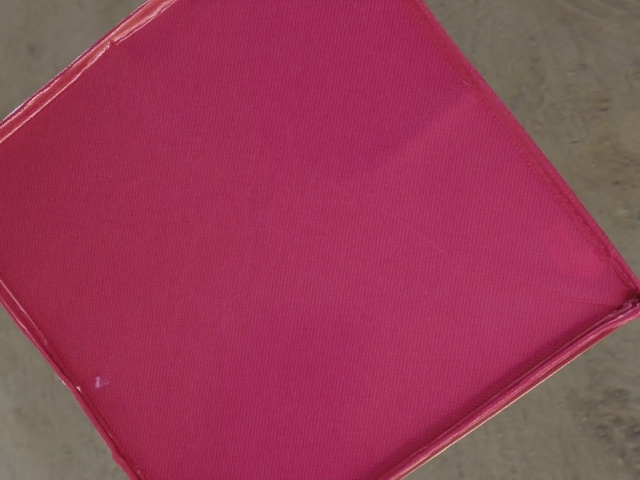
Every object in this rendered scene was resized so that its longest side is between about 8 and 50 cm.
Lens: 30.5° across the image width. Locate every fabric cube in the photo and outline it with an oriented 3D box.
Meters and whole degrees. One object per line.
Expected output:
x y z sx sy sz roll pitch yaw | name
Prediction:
0.000 0.000 0.658 0.254 0.258 0.259 -36 85 8 | fabric cube
